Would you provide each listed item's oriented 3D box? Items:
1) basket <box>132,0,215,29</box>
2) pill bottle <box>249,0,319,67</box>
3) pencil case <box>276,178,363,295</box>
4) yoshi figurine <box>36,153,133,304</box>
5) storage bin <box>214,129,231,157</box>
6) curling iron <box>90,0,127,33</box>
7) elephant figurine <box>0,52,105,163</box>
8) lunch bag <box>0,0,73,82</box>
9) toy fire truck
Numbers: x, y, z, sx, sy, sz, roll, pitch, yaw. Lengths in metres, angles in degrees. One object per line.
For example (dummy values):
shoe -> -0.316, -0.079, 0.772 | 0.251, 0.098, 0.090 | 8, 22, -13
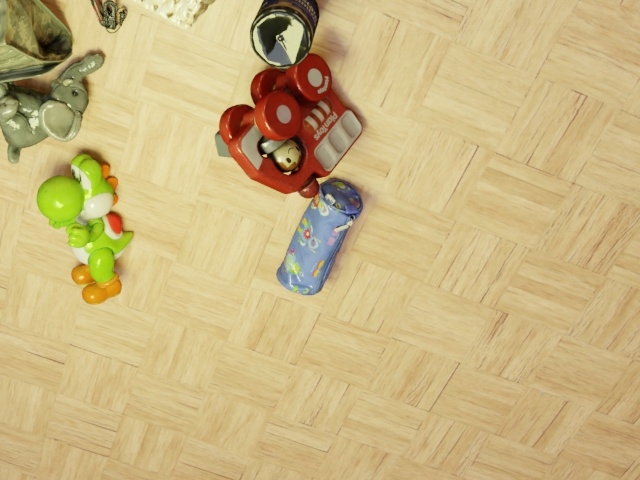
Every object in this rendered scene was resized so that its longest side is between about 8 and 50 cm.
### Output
basket -> -0.252, -0.609, 1.564 | 0.266, 0.331, 0.328 | 30, 122, -9
pill bottle -> -0.067, -0.439, 1.729 | 0.123, 0.219, 0.123 | 3, 124, 4
pencil case -> 0.000, 0.000, 2.064 | 0.119, 0.133, 0.306 | 0, 131, -34
yoshi figurine -> -0.589, -0.027, 2.081 | 0.203, 0.203, 0.362 | 7, 121, 10
storage bin -> -0.176, -0.239, 1.933 | 0.091, 0.135, 0.098 | 3, 124, 16
curling iron -> -0.479, -0.565, 1.806 | 0.068, 0.035, 0.274 | -14, 121, 10
elephant figurine -> -0.593, -0.297, 1.936 | 0.239, 0.169, 0.186 | -5, 153, -8
lunch bag -> -0.679, -0.417, 1.794 | 0.235, 0.287, 0.169 | -4, 87, 12
toy fire truck -> -0.051, -0.229, 1.830 | 0.169, 0.302, 0.254 | -9, 129, 50
